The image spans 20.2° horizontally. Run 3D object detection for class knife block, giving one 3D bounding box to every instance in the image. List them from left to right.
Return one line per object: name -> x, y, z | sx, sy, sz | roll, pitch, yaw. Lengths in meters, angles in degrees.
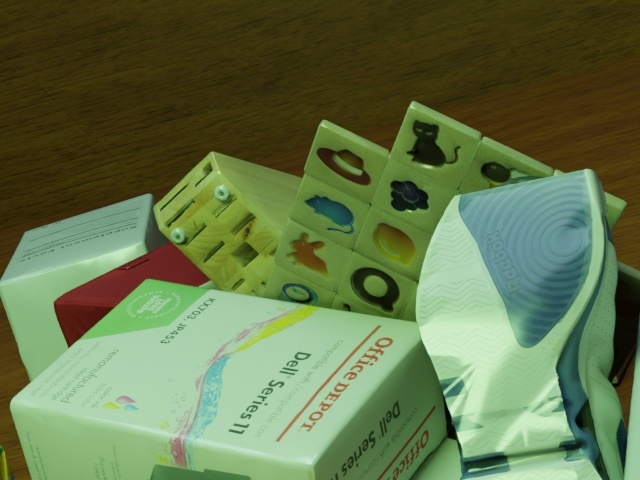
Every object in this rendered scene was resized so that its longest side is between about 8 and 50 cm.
knife block -> 0.000, 0.000, 1.683 | 0.088, 0.275, 0.242 | -42, 9, 28

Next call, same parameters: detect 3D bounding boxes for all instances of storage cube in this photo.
storage cube -> -0.115, 0.107, 1.784 | 0.215, 0.184, 0.193 | -26, 16, -34

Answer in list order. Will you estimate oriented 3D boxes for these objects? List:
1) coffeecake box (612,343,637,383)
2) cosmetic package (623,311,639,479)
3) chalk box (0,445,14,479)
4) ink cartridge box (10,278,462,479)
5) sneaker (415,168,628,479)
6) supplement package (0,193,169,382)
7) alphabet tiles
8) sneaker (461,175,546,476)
coffeecake box -> 0.196, 0.093, 1.692 | 0.185, 0.068, 0.142 | -11, 14, 24
cosmetic package -> 0.310, 0.153, 1.063 | 0.230, 0.161, 0.453 | -13, 13, 16
chalk box -> -0.350, 0.276, 1.487 | 0.213, 0.132, 0.132 | -16, 13, 2
ink cartridge box -> -0.037, 0.147, 1.421 | 0.353, 0.119, 0.207 | 8, 33, 29
sneaker -> 0.149, 0.127, 1.200 | 0.127, 0.316, 0.182 | -8, -26, 16
supplement package -> -0.257, 0.075, 2.126 | 0.175, 0.178, 0.293 | -17, 13, 0
alphabet tiles -> 0.103, 0.042, 1.412 | 0.285, 0.342, 0.011 | 26, 50, 5
sneaker -> 0.152, 0.086, 1.343 | 0.106, 0.281, 0.162 | 5, 9, 13
